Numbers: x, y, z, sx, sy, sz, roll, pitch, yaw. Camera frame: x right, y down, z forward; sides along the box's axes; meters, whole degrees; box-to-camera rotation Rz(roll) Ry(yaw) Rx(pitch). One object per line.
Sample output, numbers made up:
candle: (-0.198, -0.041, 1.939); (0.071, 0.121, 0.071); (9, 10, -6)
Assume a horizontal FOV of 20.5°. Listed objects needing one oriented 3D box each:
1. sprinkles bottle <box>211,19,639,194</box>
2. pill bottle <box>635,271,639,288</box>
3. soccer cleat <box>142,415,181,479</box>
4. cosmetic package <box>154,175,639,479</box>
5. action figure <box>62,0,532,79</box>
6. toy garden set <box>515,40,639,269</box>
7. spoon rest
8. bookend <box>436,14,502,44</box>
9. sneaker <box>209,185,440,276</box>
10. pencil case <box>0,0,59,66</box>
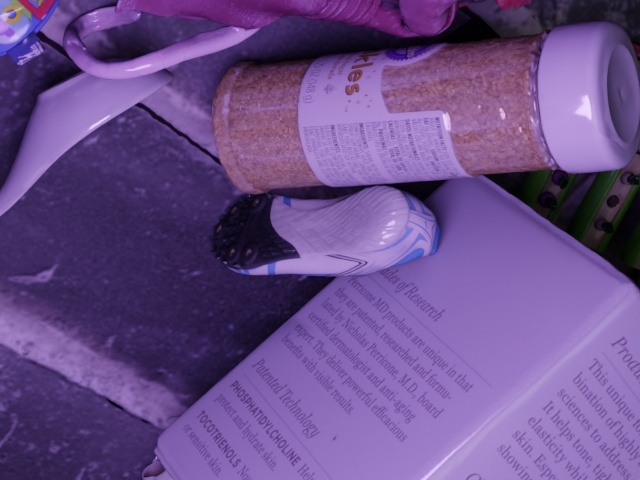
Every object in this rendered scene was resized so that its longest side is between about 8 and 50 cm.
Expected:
sprinkles bottle: (0.085, -0.107, 1.489); (0.355, 0.121, 0.121); (-3, 132, 29)
pill bottle: (0.353, 0.049, 1.865); (0.043, 0.043, 0.083); (8, 117, -26)
soccer cleat: (-0.150, 0.260, 1.775); (0.076, 0.068, 0.196); (14, 106, -24)
cosmetic package: (0.135, 0.215, 1.576); (0.394, 0.327, 0.329); (-42, 119, -4)
action figure: (0.008, -0.214, 1.436); (0.370, 0.248, 0.275); (9, 116, -24)
toy garden set: (0.344, -0.066, 1.760); (0.244, 0.049, 0.203); (22, 106, -20)
spoon rest: (-0.246, -0.076, 1.498); (0.276, 0.137, 0.084); (-25, 100, 2)
bookend: (0.125, -0.106, 1.606); (0.156, 0.157, 0.072); (-35, 126, 0)
sneaker: (0.000, 0.000, 1.596); (0.086, 0.237, 0.085); (38, 59, -44)
pencil case: (-0.328, -0.257, 1.345); (0.306, 0.119, 0.133); (42, 83, -35)
